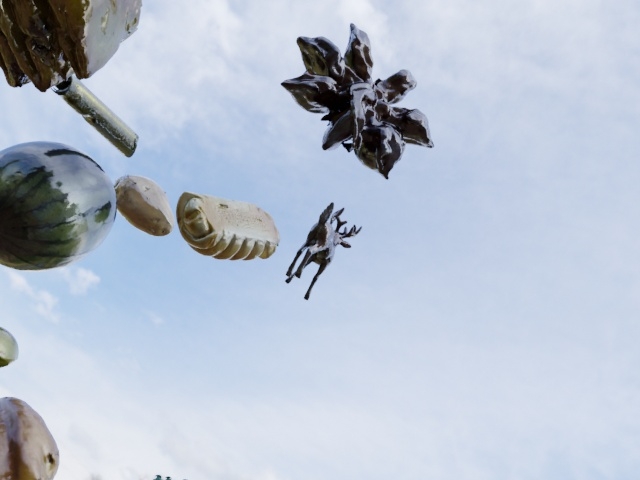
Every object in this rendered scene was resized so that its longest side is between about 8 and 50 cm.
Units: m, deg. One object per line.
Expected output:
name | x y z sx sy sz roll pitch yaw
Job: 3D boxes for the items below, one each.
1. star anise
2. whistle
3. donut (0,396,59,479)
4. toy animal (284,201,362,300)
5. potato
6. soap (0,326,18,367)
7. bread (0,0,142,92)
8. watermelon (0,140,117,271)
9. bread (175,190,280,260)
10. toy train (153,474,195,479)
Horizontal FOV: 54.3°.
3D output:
star anise | 0.038 -0.127 0.574 0.168 0.168 0.057 41 -46 -11
whistle | -0.515 -0.290 1.466 0.057 0.068 0.326 22 -11 18
donut | -0.399 0.339 0.692 0.150 0.317 0.299 9 -30 -38
toy animal | 0.016 0.011 1.459 0.087 0.260 0.243 33 -20 7
potato | -0.526 -0.110 1.840 0.234 0.161 0.128 61 -40 31
soap | -0.346 0.076 0.578 0.140 0.045 0.089 40 -16 -21
bread | -0.418 -0.453 1.089 0.192 0.370 0.314 28 -31 22
watermelon | -0.594 -0.076 1.356 0.279 0.359 0.278 3 -79 14
bread | -0.237 -0.023 1.641 0.121 0.172 0.311 -41 -30 27
toy train | -0.253 0.435 1.081 0.092 0.045 0.029 8 -36 -3
